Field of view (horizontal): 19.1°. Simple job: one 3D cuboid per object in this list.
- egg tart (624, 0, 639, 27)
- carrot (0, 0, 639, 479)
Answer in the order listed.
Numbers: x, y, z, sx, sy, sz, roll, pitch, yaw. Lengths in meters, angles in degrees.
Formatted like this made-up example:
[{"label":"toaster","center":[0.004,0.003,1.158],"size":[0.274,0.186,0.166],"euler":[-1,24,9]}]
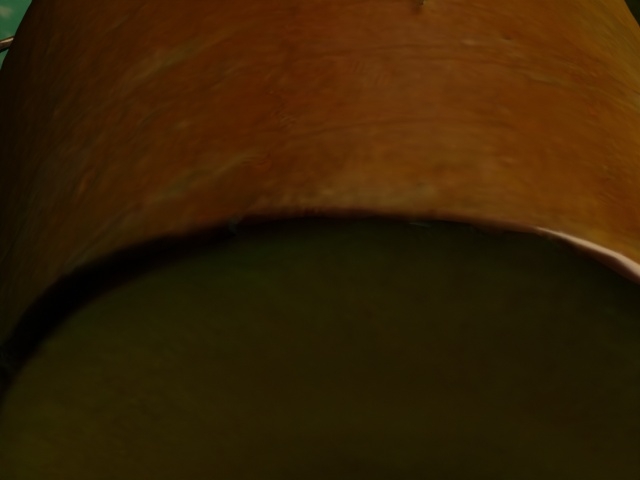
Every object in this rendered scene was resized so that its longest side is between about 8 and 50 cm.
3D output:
[{"label":"egg tart","center":[0.163,0.006,0.691],"size":[0.288,0.288,0.118],"euler":[40,70,-6]},{"label":"carrot","center":[0.000,0.000,0.507],"size":[0.193,0.214,0.331],"euler":[44,21,-28]}]
